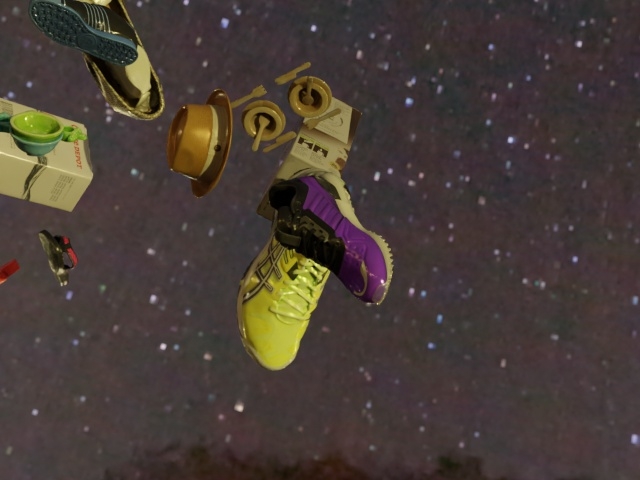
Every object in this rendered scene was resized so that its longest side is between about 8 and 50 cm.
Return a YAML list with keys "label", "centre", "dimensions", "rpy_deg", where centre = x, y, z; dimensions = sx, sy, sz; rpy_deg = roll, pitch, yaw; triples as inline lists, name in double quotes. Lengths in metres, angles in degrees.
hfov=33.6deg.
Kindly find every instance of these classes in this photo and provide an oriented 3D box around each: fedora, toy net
- label: "fedora"
  centre: [-0.215, -0.172, 1.826]
  dimensions: [0.079, 0.194, 0.194]
  rpy_deg: [10, -21, -25]
- label: "toy net"
  centre: [-0.433, -0.174, 1.412]
  dimensions: [0.232, 0.122, 0.045]
  rpy_deg: [22, -58, 12]

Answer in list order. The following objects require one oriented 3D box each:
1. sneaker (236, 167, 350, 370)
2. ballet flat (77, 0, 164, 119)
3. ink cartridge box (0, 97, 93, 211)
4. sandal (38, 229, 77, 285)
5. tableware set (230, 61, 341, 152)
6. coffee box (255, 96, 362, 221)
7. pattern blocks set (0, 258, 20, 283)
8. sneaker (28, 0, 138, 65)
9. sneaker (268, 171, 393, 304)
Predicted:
- label: "sneaker"
  centre: [-0.049, 0.051, 1.935]
  dimensions: [0.145, 0.384, 0.147]
  rpy_deg: [14, -1, -21]
- label: "ballet flat"
  centre: [-0.443, -0.442, 2.156]
  dimensions: [0.182, 0.164, 0.483]
  rpy_deg: [32, -24, 48]
- label: "ink cartridge box"
  centre: [-0.561, -0.167, 1.983]
  dimensions: [0.237, 0.172, 0.100]
  rpy_deg: [16, -53, -32]
- label: "sandal"
  centre: [-0.401, 0.022, 1.640]
  dimensions: [0.040, 0.067, 0.179]
  rpy_deg: [-26, -10, -15]
- label: "tableware set"
  centre: [-0.068, -0.249, 2.043]
  dimensions: [0.194, 0.039, 0.128]
  rpy_deg: [-25, -61, 23]
- label: "coffee box"
  centre: [-0.020, -0.168, 2.219]
  dimensions: [0.119, 0.297, 0.168]
  rpy_deg: [28, -55, -7]
- label: "pattern blocks set"
  centre: [-0.661, 0.140, 1.714]
  dimensions: [0.285, 0.325, 0.026]
  rpy_deg: [-21, -74, 32]
- label: "sneaker"
  centre: [-0.445, -0.410, 1.988]
  dimensions: [0.081, 0.090, 0.232]
  rpy_deg: [-37, -43, 28]
- label: "sneaker"
  centre: [0.000, 0.000, 1.692]
  dimensions: [0.146, 0.293, 0.102]
  rpy_deg: [-1, -52, -30]
